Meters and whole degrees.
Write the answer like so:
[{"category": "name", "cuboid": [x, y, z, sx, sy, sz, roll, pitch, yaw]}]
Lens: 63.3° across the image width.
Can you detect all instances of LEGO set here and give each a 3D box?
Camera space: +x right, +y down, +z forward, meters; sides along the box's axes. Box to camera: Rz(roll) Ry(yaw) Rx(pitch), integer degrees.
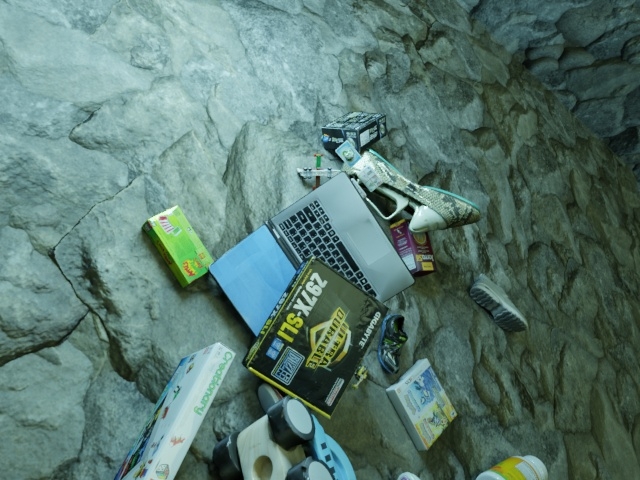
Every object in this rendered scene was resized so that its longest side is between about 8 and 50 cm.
[{"category": "LEGO set", "cuboid": [0.050, -0.216, 1.626, 0.244, 0.182, 0.060, 45, 11, -25]}]

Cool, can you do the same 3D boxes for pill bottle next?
[{"category": "pill bottle", "cuboid": [0.611, 0.767, 1.642, 0.245, 0.136, 0.137, -3, 72, -39]}]

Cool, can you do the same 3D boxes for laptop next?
[{"category": "laptop", "cuboid": [-0.003, 0.091, 1.381, 0.382, 0.407, 0.236, 56, 9, -9]}]

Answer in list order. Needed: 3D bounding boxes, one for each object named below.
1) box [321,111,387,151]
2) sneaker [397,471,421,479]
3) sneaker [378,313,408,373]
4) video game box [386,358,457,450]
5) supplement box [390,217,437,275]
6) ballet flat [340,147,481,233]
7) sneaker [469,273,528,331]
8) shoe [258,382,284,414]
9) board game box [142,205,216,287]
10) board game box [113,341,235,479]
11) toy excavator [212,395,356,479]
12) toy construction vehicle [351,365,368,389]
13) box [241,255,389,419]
[{"category": "box", "cuboid": [0.115, -0.366, 1.740, 0.180, 0.147, 0.078, -39, 131, -43]}, {"category": "sneaker", "cuboid": [0.293, 0.770, 1.425, 0.152, 0.114, 0.306, -20, 88, -56]}, {"category": "sneaker", "cuboid": [0.224, 0.310, 1.578, 0.067, 0.078, 0.188, 26, 57, -27]}, {"category": "video game box", "cuboid": [0.312, 0.496, 1.587, 0.187, 0.048, 0.205, -28, 89, -40]}, {"category": "supplement box", "cuboid": [0.319, 0.026, 1.779, 0.104, 0.080, 0.188, 1, 70, -38]}, {"category": "ballet flat", "cuboid": [0.274, -0.128, 1.702, 0.482, 0.164, 0.182, 30, 71, 8]}, {"category": "sneaker", "cuboid": [0.692, 0.234, 1.966, 0.281, 0.105, 0.115, 44, 50, -14]}, {"category": "shoe", "cuboid": [-0.085, 0.419, 1.297, 0.081, 0.063, 0.178, -33, 98, -44]}, {"category": "board game box", "cuboid": [-0.346, 0.014, 1.280, 0.092, 0.043, 0.181, -35, 94, -42]}, {"category": "board game box", "cuboid": [-0.299, 0.364, 1.060, 0.053, 0.193, 0.306, 38, 52, -18]}, {"category": "toy excavator", "cuboid": [0.022, 0.605, 1.160, 0.445, 0.222, 0.433, 34, 23, -45]}, {"category": "toy construction vehicle", "cuboid": [0.097, 0.363, 1.482, 0.086, 0.035, 0.098, 51, 48, -9]}, {"category": "box", "cuboid": [-0.007, 0.241, 1.317, 0.257, 0.079, 0.322, 35, 75, -13]}]
